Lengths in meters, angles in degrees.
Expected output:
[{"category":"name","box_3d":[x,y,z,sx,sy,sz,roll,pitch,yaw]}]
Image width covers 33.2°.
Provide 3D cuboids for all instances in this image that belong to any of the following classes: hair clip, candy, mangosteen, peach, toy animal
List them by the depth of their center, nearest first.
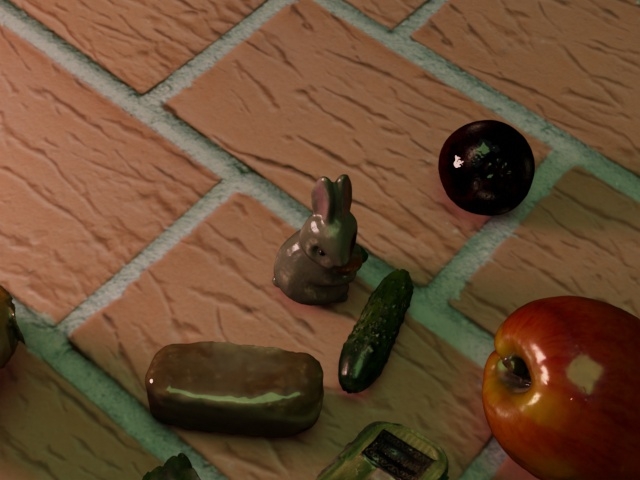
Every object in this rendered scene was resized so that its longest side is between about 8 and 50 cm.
[{"category":"hair clip","box_3d":[0.034,0.340,1.316,0.138,0.091,0.321,23,31,29]},{"category":"peach","box_3d":[0.345,0.199,1.378,0.281,0.238,0.281,23,19,-8]},{"category":"candy","box_3d":[-0.112,0.198,1.423,0.233,0.104,0.102,8,57,2]},{"category":"toy animal","box_3d":[0.002,0.010,1.486,0.138,0.236,0.108,-10,66,-7]},{"category":"mangosteen","box_3d":[0.252,-0.111,1.646,0.152,0.152,0.153,2,56,-2]}]

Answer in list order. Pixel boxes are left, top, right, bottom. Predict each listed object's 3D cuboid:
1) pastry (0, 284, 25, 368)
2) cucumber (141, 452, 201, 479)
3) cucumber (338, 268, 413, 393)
[{"category":"pastry","box_3d":[-0.517,0.124,1.384,0.235,0.121,0.257,-18,22,-34]},{"category":"cucumber","box_3d":[-0.144,0.367,1.106,0.105,0.145,0.325,-6,54,-21]},{"category":"cucumber","box_3d":[0.081,0.121,1.514,0.069,0.069,0.227,21,54,11]}]
